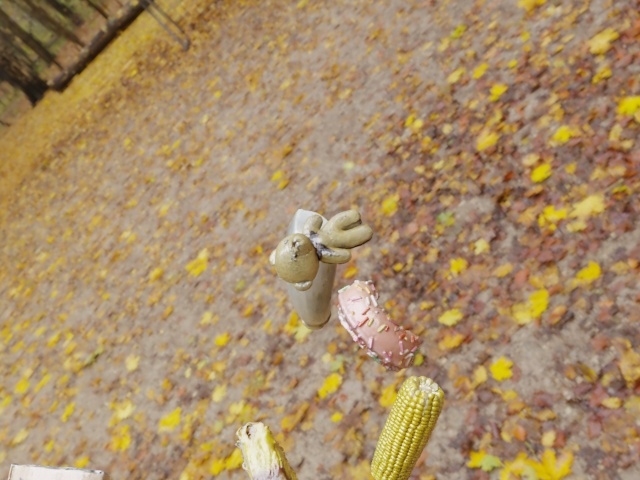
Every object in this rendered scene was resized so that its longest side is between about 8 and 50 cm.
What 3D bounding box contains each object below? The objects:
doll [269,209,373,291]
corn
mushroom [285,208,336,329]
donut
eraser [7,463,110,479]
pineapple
[{"bbox_3d":[0.000,0.006,0.701,0.061,0.093,0.051,51,142,28],"label":"doll"},{"bbox_3d":[0.170,0.380,1.479,0.093,0.093,0.244,-111,35,-62],"label":"corn"},{"bbox_3d":[-0.020,0.079,1.429,0.103,0.270,0.118,6,36,9],"label":"mushroom"},{"bbox_3d":[0.091,0.137,1.170,0.065,0.166,0.117,-45,2,17],"label":"donut"},{"bbox_3d":[-0.417,0.496,1.142,0.171,0.087,0.290,-1,69,17],"label":"eraser"},{"bbox_3d":[-0.074,0.313,1.011,0.069,0.137,0.116,-26,15,-7],"label":"pineapple"}]
